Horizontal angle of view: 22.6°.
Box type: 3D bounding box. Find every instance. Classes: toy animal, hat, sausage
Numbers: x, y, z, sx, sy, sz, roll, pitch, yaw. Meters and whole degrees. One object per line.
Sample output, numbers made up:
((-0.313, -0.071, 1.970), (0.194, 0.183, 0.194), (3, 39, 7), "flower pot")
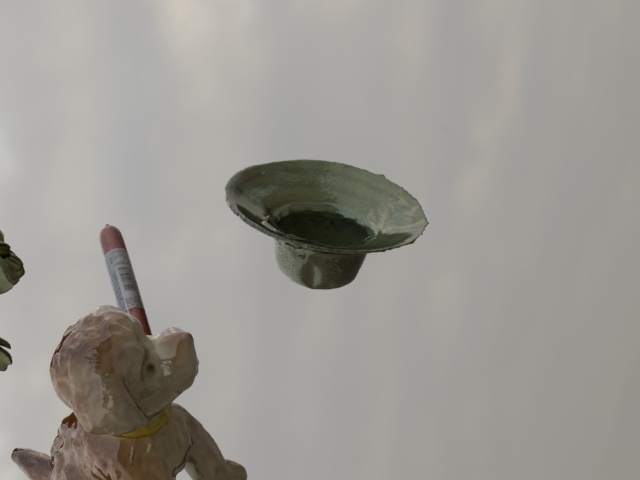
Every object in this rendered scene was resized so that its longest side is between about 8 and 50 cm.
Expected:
((-0.161, 0.117, 1.092), (0.185, 0.184, 0.104), (72, -146, -47), "toy animal")
((0.000, 0.000, 1.937), (0.252, 0.252, 0.110), (-39, -36, -58), "hat")
((-0.220, 0.055, 1.816), (0.223, 0.029, 0.029), (-113, 17, -44), "sausage")

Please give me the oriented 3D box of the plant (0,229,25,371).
((-0.440, 0.035, 1.401), (0.297, 0.261, 0.306), (-16, -25, -42), "plant")
